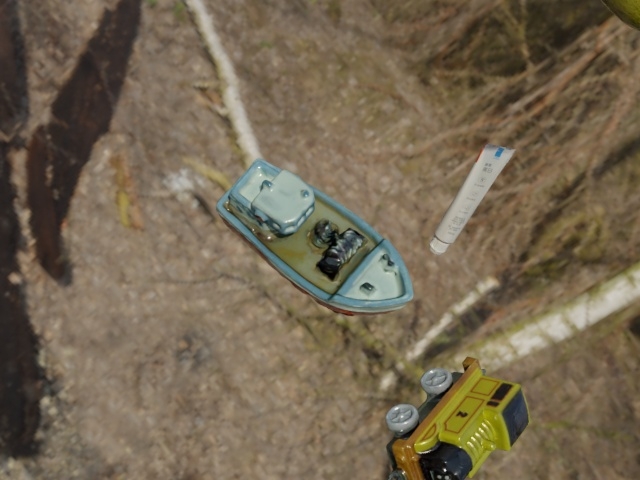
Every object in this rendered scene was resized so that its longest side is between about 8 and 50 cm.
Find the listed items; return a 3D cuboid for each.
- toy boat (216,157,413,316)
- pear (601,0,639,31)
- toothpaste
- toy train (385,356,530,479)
[{"bbox_3d":[0.000,0.000,1.593,0.332,0.145,0.133,37,-20,12],"label":"toy boat"},{"bbox_3d":[0.289,-0.241,0.859,0.141,0.104,0.141,11,61,-21],"label":"pear"},{"bbox_3d":[0.195,-0.054,1.408,0.048,0.190,0.031,10,40,-23],"label":"toothpaste"},{"bbox_3d":[0.161,0.224,1.254,0.219,0.127,0.089,-40,124,-39],"label":"toy train"}]
